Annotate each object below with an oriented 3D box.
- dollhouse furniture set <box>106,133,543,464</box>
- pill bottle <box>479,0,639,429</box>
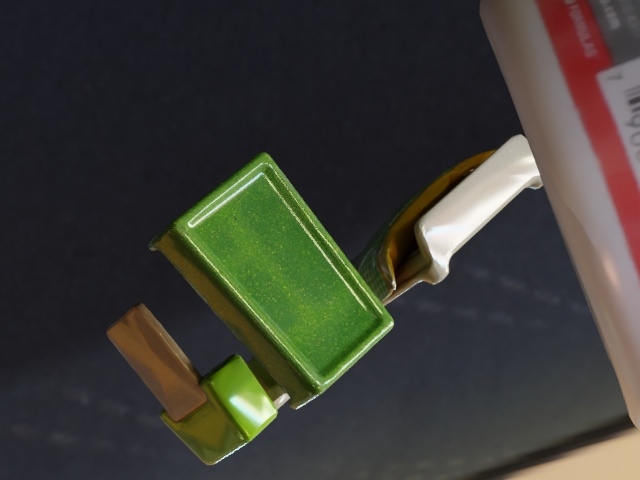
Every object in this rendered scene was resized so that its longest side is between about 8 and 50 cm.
[{"bbox_3d":[0.000,0.000,1.351,0.301,0.151,0.197,-40,-179,-35],"label":"dollhouse furniture set"},{"bbox_3d":[0.208,-0.057,0.580,0.283,0.161,0.161,-20,165,7],"label":"pill bottle"}]
